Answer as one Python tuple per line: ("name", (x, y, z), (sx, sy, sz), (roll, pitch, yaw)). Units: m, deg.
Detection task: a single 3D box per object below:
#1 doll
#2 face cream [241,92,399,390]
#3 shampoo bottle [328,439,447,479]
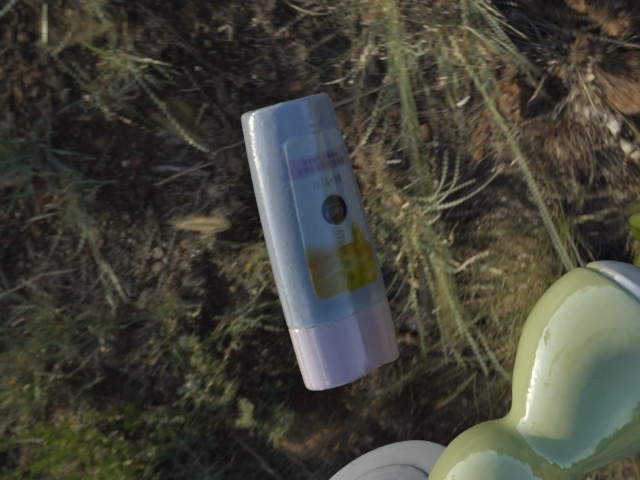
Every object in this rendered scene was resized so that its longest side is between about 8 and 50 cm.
("doll", (0.163, 0.115, 0.720), (0.296, 0.117, 0.141), (-44, 125, -1))
("face cream", (0.000, 0.000, 0.741), (0.057, 0.084, 0.198), (-7, 102, 52))
("shampoo bottle", (0.121, 0.387, 1.195), (0.273, 0.273, 0.266), (-23, 118, 16))
